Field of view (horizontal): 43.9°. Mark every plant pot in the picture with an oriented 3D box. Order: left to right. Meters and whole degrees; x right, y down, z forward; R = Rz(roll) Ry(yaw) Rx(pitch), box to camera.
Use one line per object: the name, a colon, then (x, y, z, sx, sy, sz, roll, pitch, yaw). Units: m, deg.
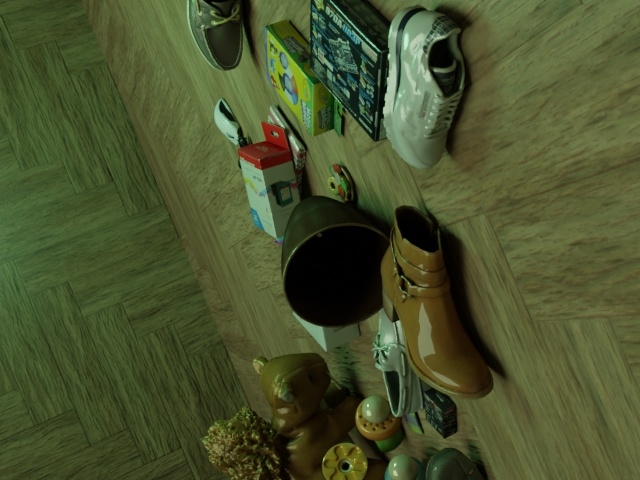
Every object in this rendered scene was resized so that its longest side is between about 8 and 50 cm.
plant pot: (0.014, 0.010, 1.497, 0.230, 0.216, 0.215, -114, 11, -58)

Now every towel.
towel: (-0.077, -0.189, 1.758, 0.144, 0.029, 0.197, 57, 156, 28)
towel: (0.190, 0.366, 1.678, 0.060, 0.009, 0.083, 1, 113, 69)

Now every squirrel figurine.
squirrel figurine: (-0.082, 0.467, 1.940, 0.281, 0.397, 0.370, 47, 161, 57)

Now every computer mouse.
computer mouse: (-0.234, -0.282, 2.054, 0.193, 0.042, 0.106, 59, 161, 24)

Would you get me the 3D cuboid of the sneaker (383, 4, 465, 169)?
sneaker: (0.145, -0.190, 1.060, 0.095, 0.090, 0.235, 35, 145, 42)

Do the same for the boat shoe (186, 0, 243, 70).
boat shoe: (-0.214, -0.502, 1.643, 0.097, 0.117, 0.324, -136, 35, -56)

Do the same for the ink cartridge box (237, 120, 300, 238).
ink cartridge box: (-0.112, -0.135, 1.742, 0.134, 0.078, 0.230, 29, 135, 59)

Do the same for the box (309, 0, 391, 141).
box: (0.054, -0.287, 1.241, 0.220, 0.051, 0.175, 54, 157, 35)

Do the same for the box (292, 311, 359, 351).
box: (0.003, 0.144, 1.810, 0.170, 0.091, 0.130, 44, 151, 50)

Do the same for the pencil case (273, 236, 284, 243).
pencil case: (-0.059, -0.010, 1.841, 0.065, 0.070, 0.152, 29, 178, -25)

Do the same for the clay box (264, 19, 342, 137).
clay box: (-0.032, -0.292, 1.469, 0.222, 0.053, 0.127, 55, 158, 34)

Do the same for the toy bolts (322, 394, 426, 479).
toy bolts: (0.118, 0.460, 1.687, 0.228, 0.218, 0.158, 46, 166, 32)

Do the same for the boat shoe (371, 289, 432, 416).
boat shoe: (0.142, 0.216, 1.515, 0.096, 0.088, 0.267, 35, 143, 58)

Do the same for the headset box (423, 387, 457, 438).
headset box: (0.225, 0.320, 1.493, 0.062, 0.032, 0.083, 43, 149, 50)

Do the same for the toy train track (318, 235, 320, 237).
toy train track: (0.000, 0.000, 1.763, 0.083, 0.048, 0.014, 57, -154, -1)

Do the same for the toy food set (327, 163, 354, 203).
toy food set: (0.039, -0.109, 1.532, 0.083, 0.020, 0.082, 54, 157, 36)

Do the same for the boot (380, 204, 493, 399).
boot: (0.188, 0.094, 1.262, 0.283, 0.109, 0.220, -120, 23, -43)

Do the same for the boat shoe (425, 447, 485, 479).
boat shoe: (0.249, 0.538, 1.525, 0.130, 0.132, 0.355, 33, 141, 59)
